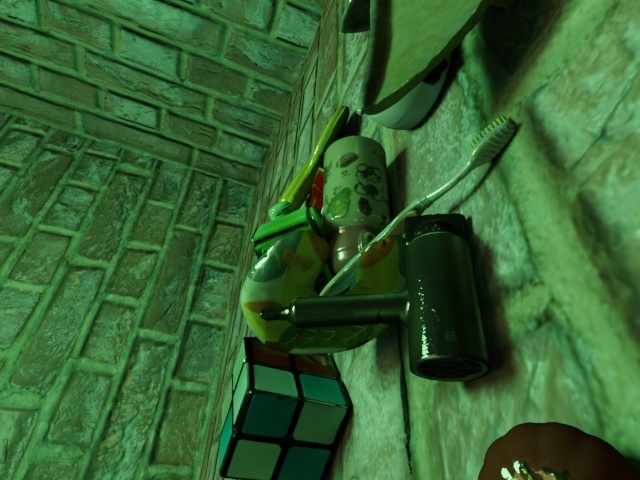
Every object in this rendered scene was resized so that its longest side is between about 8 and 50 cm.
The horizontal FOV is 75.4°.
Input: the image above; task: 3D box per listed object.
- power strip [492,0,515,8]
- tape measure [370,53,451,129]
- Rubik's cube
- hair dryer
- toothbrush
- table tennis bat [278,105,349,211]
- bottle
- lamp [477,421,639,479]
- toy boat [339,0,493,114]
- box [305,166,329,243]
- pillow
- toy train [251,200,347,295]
[{"bbox_3d":[0.243,-0.412,0.599,0.064,0.044,0.305,122,159,-44],"label":"power strip"},{"bbox_3d":[0.142,-0.287,0.708,0.196,0.105,0.178,134,148,-57],"label":"tape measure"},{"bbox_3d":[-0.070,0.295,0.732,0.180,0.184,0.167,-129,54,-68],"label":"Rubik's cube"},{"bbox_3d":[0.050,0.055,0.480,0.078,0.249,0.195,69,-159,-52],"label":"hair dryer"},{"bbox_3d":[0.108,-0.019,0.566,0.375,0.028,0.037,-47,23,31],"label":"toothbrush"},{"bbox_3d":[-0.010,-0.203,1.078,0.368,0.054,0.224,-61,-3,-32],"label":"table tennis bat"},{"bbox_3d":[0.063,-0.050,0.718,0.120,0.121,0.253,129,146,-55],"label":"bottle"},{"bbox_3d":[0.151,0.168,0.259,0.101,0.090,0.101,-17,61,33],"label":"lamp"},{"bbox_3d":[0.145,-0.324,0.540,0.276,0.111,0.293,-35,48,30],"label":"toy boat"},{"bbox_3d":[0.000,0.001,0.947,0.197,0.089,0.313,-120,47,-73],"label":"box"},{"bbox_3d":[0.008,0.074,0.576,0.086,0.234,0.214,-104,24,-55],"label":"pillow"},{"bbox_3d":[-0.029,0.050,0.754,0.188,0.133,0.243,-94,-18,-73],"label":"toy train"}]
